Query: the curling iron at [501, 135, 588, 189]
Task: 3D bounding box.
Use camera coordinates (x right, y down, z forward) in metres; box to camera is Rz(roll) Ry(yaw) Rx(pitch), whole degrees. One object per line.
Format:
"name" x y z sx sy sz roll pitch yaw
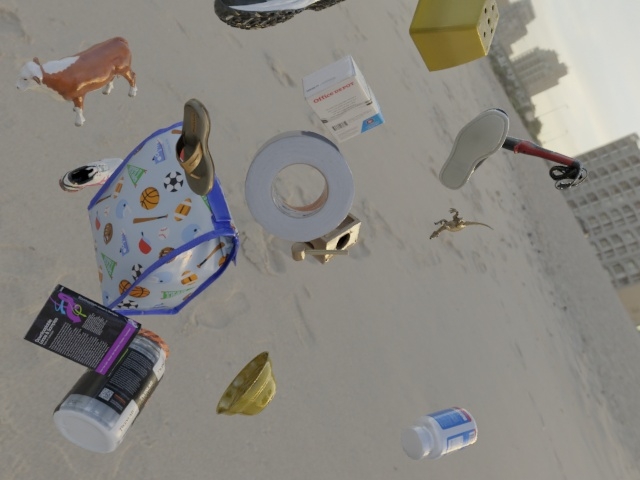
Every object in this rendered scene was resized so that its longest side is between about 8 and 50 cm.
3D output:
"curling iron" 0.427 -0.184 1.022 0.035 0.068 0.274 -12 39 -43

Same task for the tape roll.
"tape roll" -0.043 -0.110 0.986 0.219 0.219 0.072 58 9 -21

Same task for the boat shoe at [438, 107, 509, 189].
"boat shoe" 0.175 -0.106 0.543 0.046 0.125 0.038 31 59 10

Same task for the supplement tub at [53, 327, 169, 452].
"supplement tub" -0.573 0.410 1.363 0.193 0.193 0.316 57 32 -23

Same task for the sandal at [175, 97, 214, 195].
"sandal" -0.229 -0.160 0.856 0.049 0.072 0.180 -36 145 -44

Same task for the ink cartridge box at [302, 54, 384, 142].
"ink cartridge box" 0.063 -0.376 1.298 0.203 0.148 0.086 43 33 -52

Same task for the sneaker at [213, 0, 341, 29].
"sneaker" -0.050 -0.407 0.756 0.271 0.100 0.108 -31 113 -23

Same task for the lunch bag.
"lunch bag" -0.356 -0.043 1.146 0.239 0.385 0.328 5 54 -48

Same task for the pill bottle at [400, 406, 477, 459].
"pill bottle" 0.350 0.578 1.437 0.221 0.124 0.124 1 66 -34

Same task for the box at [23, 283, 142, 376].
"box" -0.426 0.164 0.869 0.162 0.116 0.029 33 12 -21

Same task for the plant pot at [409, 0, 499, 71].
"plant pot" 0.413 -0.656 1.445 0.212 0.187 0.212 30 77 -55

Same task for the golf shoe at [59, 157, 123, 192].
"golf shoe" -0.629 -0.187 1.351 0.186 0.086 0.067 -35 106 -38

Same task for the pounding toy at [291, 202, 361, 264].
"pounding toy" 0.002 0.008 1.207 0.206 0.094 0.181 -32 57 -33

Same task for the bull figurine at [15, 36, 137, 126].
"bull figurine" -0.632 -0.428 1.283 0.101 0.188 0.310 40 59 19

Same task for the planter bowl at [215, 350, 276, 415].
"planter bowl" -0.189 0.426 1.365 0.090 0.217 0.217 43 29 -10

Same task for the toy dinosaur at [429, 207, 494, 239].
"toy dinosaur" 0.401 -0.051 1.400 0.092 0.183 0.053 49 36 -51
